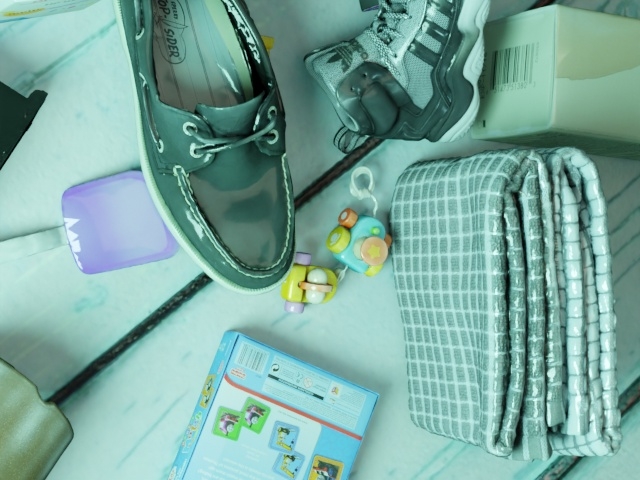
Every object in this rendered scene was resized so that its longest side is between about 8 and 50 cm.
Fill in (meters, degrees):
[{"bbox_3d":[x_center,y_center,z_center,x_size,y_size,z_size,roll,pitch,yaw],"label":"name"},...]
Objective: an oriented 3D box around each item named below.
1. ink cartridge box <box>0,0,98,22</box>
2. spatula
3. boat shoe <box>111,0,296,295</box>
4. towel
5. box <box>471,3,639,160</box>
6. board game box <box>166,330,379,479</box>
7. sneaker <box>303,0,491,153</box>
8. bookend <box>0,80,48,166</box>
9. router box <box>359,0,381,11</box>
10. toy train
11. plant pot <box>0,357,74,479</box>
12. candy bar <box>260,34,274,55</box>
[{"bbox_3d":[-0.219,-0.221,1.158,0.104,0.181,0.062,-15,96,-25],"label":"ink cartridge box"},{"bbox_3d":[-0.266,0.008,1.216,0.296,0.030,0.084,-15,95,-25],"label":"spatula"},{"bbox_3d":[-0.091,-0.121,1.231,0.127,0.113,0.340,-12,85,-20],"label":"boat shoe"},{"bbox_3d":[0.156,0.060,1.311,0.121,0.235,0.284,-2,89,-23],"label":"towel"},{"bbox_3d":[0.322,-0.148,1.444,0.311,0.148,0.121,5,87,-27],"label":"box"},{"bbox_3d":[-0.053,0.210,1.312,0.160,0.039,0.212,26,78,-23],"label":"board game box"},{"bbox_3d":[0.067,-0.195,1.303,0.153,0.101,0.269,-15,128,-18],"label":"sneaker"},{"bbox_3d":[-0.333,-0.090,1.162,0.157,0.072,0.156,32,64,-11],"label":"bookend"},{"bbox_3d":[0.086,-0.323,1.385,0.133,0.046,0.179,-15,96,-25],"label":"router box"},{"bbox_3d":[0.000,0.000,1.328,0.166,0.046,0.125,-24,110,-25],"label":"toy train"},{"bbox_3d":[-0.295,0.181,1.137,0.167,0.167,0.165,46,63,-18],"label":"plant pot"},{"bbox_3d":[-0.066,-0.112,1.323,0.040,0.018,0.162,4,87,-26],"label":"candy bar"}]
